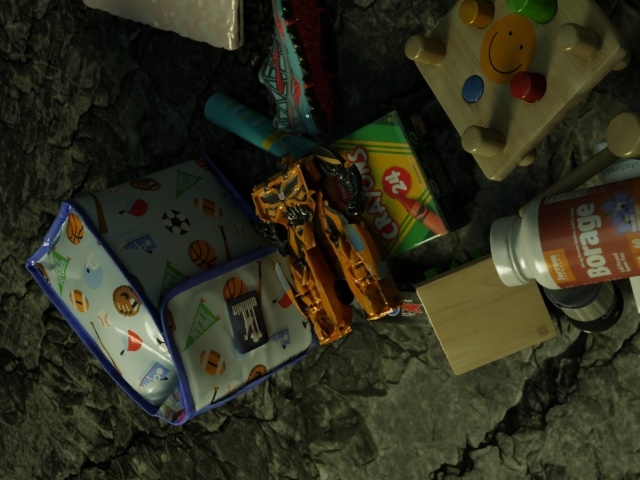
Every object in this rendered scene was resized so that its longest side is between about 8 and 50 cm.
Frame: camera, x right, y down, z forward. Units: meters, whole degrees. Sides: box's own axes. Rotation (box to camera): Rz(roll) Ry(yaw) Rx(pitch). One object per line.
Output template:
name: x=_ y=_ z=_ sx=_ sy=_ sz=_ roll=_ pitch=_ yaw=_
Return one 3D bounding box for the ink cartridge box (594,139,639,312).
ink cartridge box: x=0.479 y=-0.037 z=1.390 sx=0.172 sy=0.100 sz=0.237 roll=-14 pitch=93 yaw=36

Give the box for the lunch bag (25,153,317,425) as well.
lunch bag: x=-0.216 y=0.080 z=1.734 sx=0.385 sy=0.328 sz=0.239 roll=52 pitch=133 yaw=13

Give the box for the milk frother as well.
milk frother: x=0.340 y=0.046 z=1.480 sx=0.143 sy=0.135 sz=0.129 roll=9 pitch=75 yaw=29

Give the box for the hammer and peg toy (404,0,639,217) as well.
hammer and peg toy: x=0.271 y=-0.206 z=1.403 sx=0.266 sy=0.127 sz=0.361 roll=-48 pitch=52 yaw=32

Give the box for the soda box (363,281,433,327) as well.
soda box: x=0.150 y=0.100 z=1.667 sx=0.169 sy=0.053 sz=0.060 roll=2 pitch=102 yaw=32

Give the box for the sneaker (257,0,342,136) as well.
sneaker: x=-0.057 y=-0.290 z=1.683 sx=0.125 sy=0.104 sz=0.261 roll=-5 pitch=98 yaw=36

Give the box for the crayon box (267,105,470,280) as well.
crayon box: x=0.051 y=-0.053 z=1.680 sx=0.319 sy=0.081 sz=0.202 roll=-26 pitch=87 yaw=35

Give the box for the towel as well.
towel: x=-0.257 y=-0.494 z=1.734 sx=0.332 sy=0.053 sz=0.316 roll=21 pitch=129 yaw=22

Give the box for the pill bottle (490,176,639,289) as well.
pill bottle: x=0.331 y=-0.004 z=1.347 sx=0.216 sy=0.121 sz=0.121 roll=-13 pitch=94 yaw=29

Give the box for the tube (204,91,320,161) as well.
tube: x=-0.100 y=-0.181 z=1.758 sx=0.207 sy=0.080 sz=0.052 roll=30 pitch=139 yaw=28

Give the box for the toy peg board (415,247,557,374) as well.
toy peg board: x=0.239 y=0.087 z=1.567 sx=0.161 sy=0.079 sz=0.160 roll=-23 pitch=114 yaw=9

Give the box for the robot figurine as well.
robot figurine: x=0.000 y=0.000 z=1.625 sx=0.211 sy=0.085 sz=0.291 roll=-30 pitch=85 yaw=34
